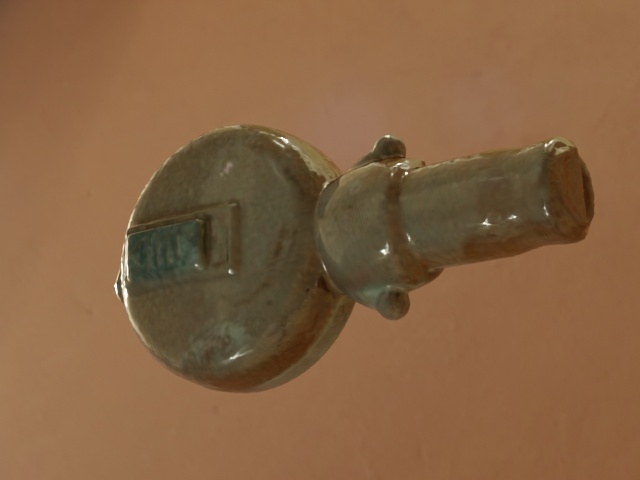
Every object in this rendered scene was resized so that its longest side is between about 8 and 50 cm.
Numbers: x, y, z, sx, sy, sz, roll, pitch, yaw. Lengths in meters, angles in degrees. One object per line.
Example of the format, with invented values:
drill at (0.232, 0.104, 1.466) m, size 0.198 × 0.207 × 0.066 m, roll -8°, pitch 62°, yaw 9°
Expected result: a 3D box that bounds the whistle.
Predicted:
whistle at (0.000, 0.000, 0.639) m, size 0.220 × 0.057 × 0.107 m, roll -11°, pitch -109°, yaw 34°
